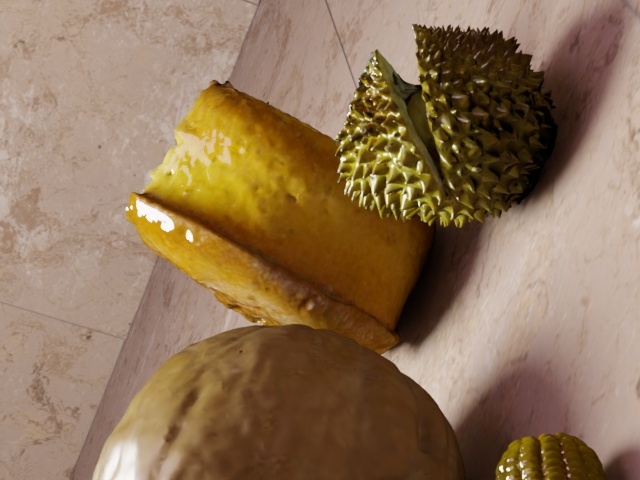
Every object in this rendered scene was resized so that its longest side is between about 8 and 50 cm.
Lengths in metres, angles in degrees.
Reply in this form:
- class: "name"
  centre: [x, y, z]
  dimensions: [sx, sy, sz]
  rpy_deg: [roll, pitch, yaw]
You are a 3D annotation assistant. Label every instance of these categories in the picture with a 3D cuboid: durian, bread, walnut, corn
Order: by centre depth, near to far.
- class: "corn"
  centre: [0.151, 0.221, 1.019]
  dimensions: [0.231, 0.080, 0.080]
  rpy_deg: [-90, 23, -45]
- class: "walnut"
  centre: [-0.038, 0.226, 1.258]
  dimensions: [0.333, 0.332, 0.333]
  rpy_deg: [-162, 90, -76]
- class: "durian"
  centre: [0.129, -0.085, 1.384]
  dimensions: [0.237, 0.137, 0.193]
  rpy_deg: [-11, -54, -58]
- class: "bread"
  centre: [0.000, 0.000, 1.523]
  dimensions: [0.179, 0.340, 0.194]
  rpy_deg: [20, 80, 43]
